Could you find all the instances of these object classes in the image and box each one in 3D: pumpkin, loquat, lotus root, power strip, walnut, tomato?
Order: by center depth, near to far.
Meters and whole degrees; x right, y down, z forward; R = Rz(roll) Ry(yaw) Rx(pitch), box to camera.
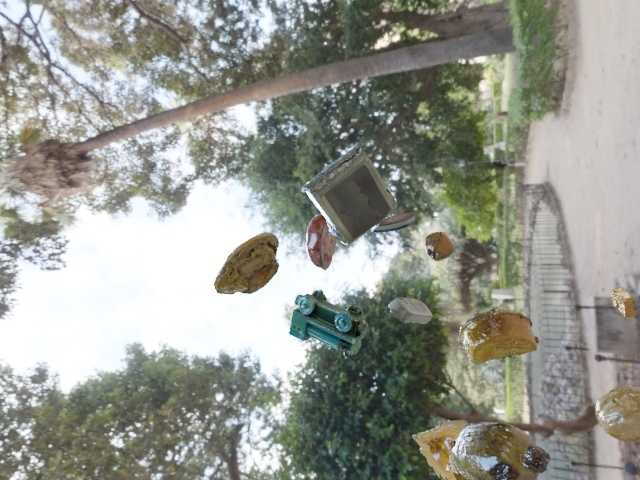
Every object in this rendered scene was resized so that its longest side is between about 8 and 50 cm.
[{"bbox_3d":[0.407,0.494,0.946,0.128,0.260,0.145,35,-122,-10],"label":"lotus root"},{"bbox_3d":[0.408,0.636,1.243,0.131,0.149,0.254,57,163,1],"label":"pumpkin"},{"bbox_3d":[0.286,0.222,1.312,0.048,0.080,0.286,-49,-29,13],"label":"power strip"},{"bbox_3d":[1.048,0.212,1.421,0.083,0.053,0.074,-71,-39,-68],"label":"pumpkin"},{"bbox_3d":[-0.002,-0.002,1.528,0.225,0.084,0.225,8,-90,-77],"label":"tomato"},{"bbox_3d":[1.182,0.666,1.589,0.195,0.221,0.195,43,-158,-22],"label":"walnut"},{"bbox_3d":[0.513,0.026,1.797,0.137,0.113,0.137,14,-117,-30],"label":"loquat"}]

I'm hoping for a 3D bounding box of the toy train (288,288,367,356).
[{"bbox_3d":[0.027,0.308,1.522,0.120,0.298,0.194,-16,-60,-57],"label":"toy train"}]

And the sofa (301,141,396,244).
[{"bbox_3d":[0.075,-0.131,1.181,0.225,0.210,0.176,51,177,-23],"label":"sofa"}]

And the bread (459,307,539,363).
[{"bbox_3d":[0.556,0.295,1.304,0.143,0.228,0.140,-93,-23,-45],"label":"bread"}]

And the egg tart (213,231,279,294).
[{"bbox_3d":[-0.196,0.080,1.189,0.241,0.106,0.241,-45,-15,-16],"label":"egg tart"}]

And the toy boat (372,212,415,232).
[{"bbox_3d":[0.321,-0.081,1.794,0.228,0.080,0.046,-16,-36,-30],"label":"toy boat"}]
